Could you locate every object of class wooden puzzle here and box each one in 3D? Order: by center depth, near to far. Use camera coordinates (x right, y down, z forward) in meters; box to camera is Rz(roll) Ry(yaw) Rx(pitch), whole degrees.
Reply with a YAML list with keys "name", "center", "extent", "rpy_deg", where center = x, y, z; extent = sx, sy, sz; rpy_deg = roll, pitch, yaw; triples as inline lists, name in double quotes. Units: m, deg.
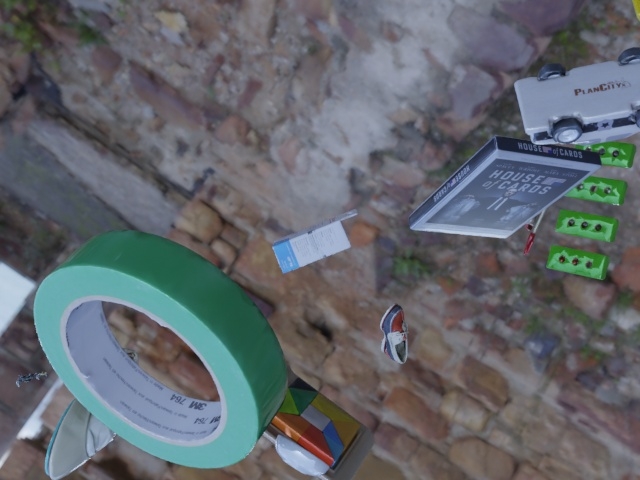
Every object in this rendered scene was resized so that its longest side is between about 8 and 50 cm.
- name: "wooden puzzle"
  center: [-0.013, 0.346, 1.733]
  extent: [0.238, 0.044, 0.221]
  rpy_deg: [40, -156, 6]

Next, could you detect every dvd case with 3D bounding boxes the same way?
- name: "dvd case"
  center: [0.262, -0.071, 1.334]
  extent: [0.179, 0.030, 0.239]
  rpy_deg: [5, 153, -24]

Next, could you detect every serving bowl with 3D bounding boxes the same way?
- name: "serving bowl"
  center: [-0.029, 0.299, 1.255]
  extent: [0.083, 0.027, 0.083]
  rpy_deg: [30, 166, 8]

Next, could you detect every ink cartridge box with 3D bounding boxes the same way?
- name: "ink cartridge box"
  center: [0.000, 0.000, 1.824]
  extent: [0.104, 0.180, 0.060]
  rpy_deg: [-87, -24, -83]

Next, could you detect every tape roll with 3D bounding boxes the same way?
- name: "tape roll"
  center: [-0.197, 0.138, 1.118]
  extent: [0.321, 0.077, 0.321]
  rpy_deg: [18, 133, 20]

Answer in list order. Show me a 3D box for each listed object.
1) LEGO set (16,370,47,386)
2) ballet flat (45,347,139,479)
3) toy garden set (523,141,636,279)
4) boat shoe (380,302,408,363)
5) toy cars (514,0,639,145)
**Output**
- name: "LEGO set"
  center: [-0.625, 0.292, 1.971]
  extent: [0.054, 0.023, 0.083]
  rpy_deg: [-10, -174, 3]
- name: "ballet flat"
  center: [-0.330, 0.251, 1.367]
  extent: [0.086, 0.248, 0.086]
  rpy_deg: [5, 129, 6]
- name: "toy garden set"
  center: [0.459, -0.064, 1.684]
  extent: [0.203, 0.244, 0.049]
  rpy_deg: [14, 179, 42]
- name: "boat shoe"
  center: [0.133, 0.162, 1.594]
  extent: [0.043, 0.049, 0.137]
  rpy_deg: [39, 148, 32]
- name: "toy cars"
  center: [0.404, -0.227, 1.109]
  extent: [0.176, 0.393, 0.087]
  rpy_deg: [39, 166, 32]
